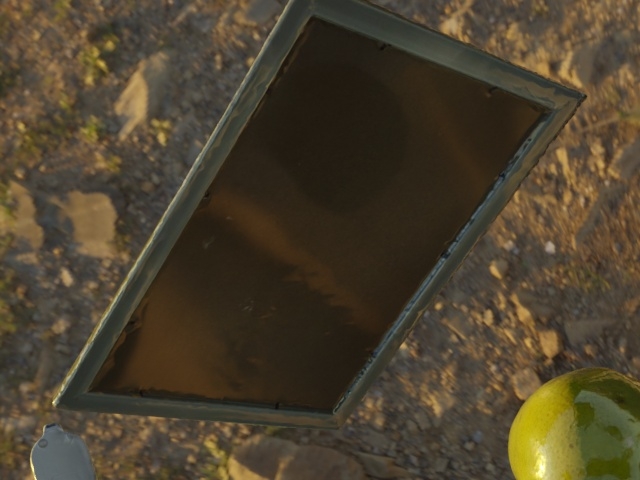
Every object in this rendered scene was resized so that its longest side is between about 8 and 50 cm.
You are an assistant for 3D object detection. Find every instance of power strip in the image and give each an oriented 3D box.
[{"bbox_3d":[-0.178,0.229,0.859,0.048,0.030,0.191,-15,71,-16],"label":"power strip"}]

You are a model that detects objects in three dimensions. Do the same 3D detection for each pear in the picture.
[{"bbox_3d":[0.140,0.108,0.599,0.097,0.092,0.092,-7,68,44],"label":"pear"}]

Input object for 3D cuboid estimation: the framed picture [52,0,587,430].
[{"bbox_3d":[0.000,0.000,0.626,0.274,0.217,0.017,-55,46,22],"label":"framed picture"}]
